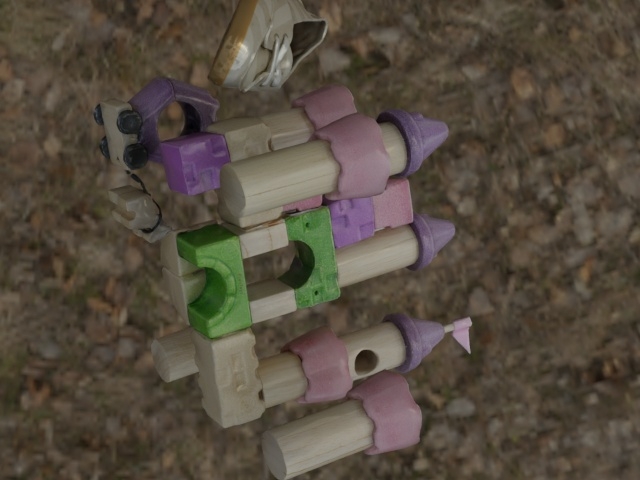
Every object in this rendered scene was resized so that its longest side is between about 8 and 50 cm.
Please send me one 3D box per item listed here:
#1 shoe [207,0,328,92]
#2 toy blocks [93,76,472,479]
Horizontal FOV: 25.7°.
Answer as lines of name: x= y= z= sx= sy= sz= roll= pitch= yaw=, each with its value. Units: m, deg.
shoe: x=-0.038 y=-0.163 z=1.122 sx=0.058 sy=0.219 sz=0.076 roll=23 pitch=110 yaw=2
toy blocks: x=0.000 y=0.000 z=1.206 sx=0.260 sy=0.309 sz=0.288 roll=-18 pitch=112 yaw=-26
